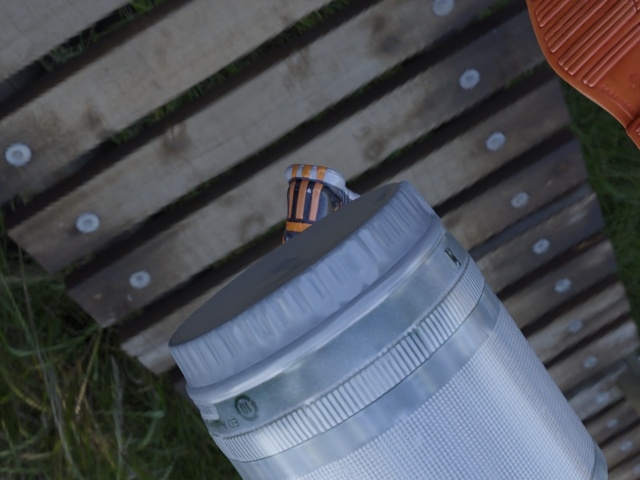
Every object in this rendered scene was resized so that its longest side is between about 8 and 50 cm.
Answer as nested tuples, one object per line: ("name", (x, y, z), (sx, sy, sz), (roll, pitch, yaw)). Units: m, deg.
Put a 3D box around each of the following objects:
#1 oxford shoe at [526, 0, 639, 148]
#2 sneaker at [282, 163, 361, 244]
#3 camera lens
("oxford shoe", (0.375, -0.210, 1.152), (0.130, 0.364, 0.132), (-40, 157, 28))
("sneaker", (0.000, 0.000, 1.573), (0.321, 0.124, 0.180), (34, 64, -67))
("camera lens", (0.051, 0.126, 0.676), (0.219, 0.219, 0.274), (-35, 97, 2))
